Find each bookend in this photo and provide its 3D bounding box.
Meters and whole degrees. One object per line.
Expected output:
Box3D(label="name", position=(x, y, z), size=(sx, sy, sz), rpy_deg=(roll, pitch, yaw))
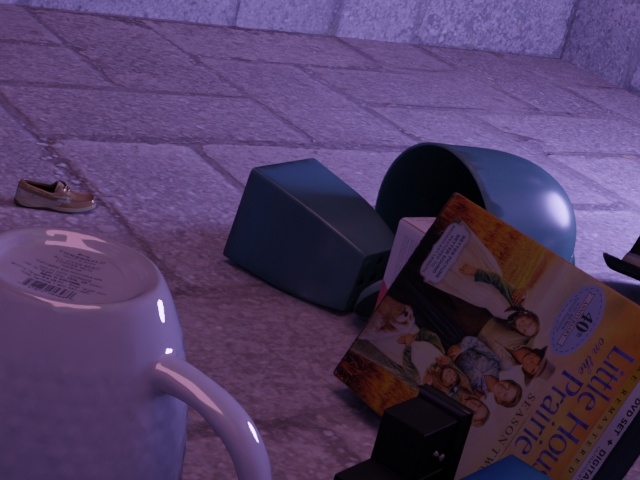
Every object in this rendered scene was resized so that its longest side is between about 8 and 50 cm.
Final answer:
Box3D(label="bookend", position=(0.082, 0.259, 1.388), size=(0.072, 0.157, 0.156), rpy_deg=(28, 24, 33))

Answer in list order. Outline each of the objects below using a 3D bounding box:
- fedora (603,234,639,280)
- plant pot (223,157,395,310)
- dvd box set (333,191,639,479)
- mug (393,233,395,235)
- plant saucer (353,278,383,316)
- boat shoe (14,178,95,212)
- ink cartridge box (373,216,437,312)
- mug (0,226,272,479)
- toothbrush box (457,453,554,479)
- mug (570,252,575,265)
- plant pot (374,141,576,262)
Box3D(label="fedora", position=(0.690, 0.038, 2.254), size=(0.334, 0.153, 0.334), rpy_deg=(23, 3, -1))
Box3D(label="plant pot", position=(0.000, 0.000, 2.004), size=(0.234, 0.166, 0.165), rpy_deg=(34, 28, 28))
Box3D(label="dvd box set", position=(0.229, 0.155, 1.556), size=(0.062, 0.308, 0.420), rpy_deg=(30, 5, -44))
Box3D(label="mug", position=(0.067, -0.014, 2.153), size=(0.150, 0.113, 0.169), rpy_deg=(-5, 31, -38))
Box3D(label="plant saucer", position=(0.105, 0.082, 1.925), size=(0.119, 0.119, 0.021), rpy_deg=(-2, 62, -36))
Box3D(label="boat shoe", position=(-0.438, -0.077, 2.072), size=(0.135, 0.045, 0.050), rpy_deg=(4, 23, -25))
Box3D(label="ink cartridge box", position=(0.212, 0.116, 1.768), size=(0.117, 0.207, 0.283), rpy_deg=(-1, 26, -38))
Box3D(label="mug", position=(-0.214, 0.185, 1.142), size=(0.374, 0.328, 0.276), rpy_deg=(21, 22, 18))
Box3D(label="toothbrush box", position=(0.240, 0.364, 1.263), size=(0.295, 0.126, 0.216), rpy_deg=(27, 23, 33))
Box3D(label="mug", position=(0.364, 0.050, 2.169), size=(0.157, 0.097, 0.129), rpy_deg=(4, 49, 20))
Box3D(label="plant pot", position=(0.264, -0.015, 1.995), size=(0.235, 0.293, 0.293), rpy_deg=(-5, 28, -33))
